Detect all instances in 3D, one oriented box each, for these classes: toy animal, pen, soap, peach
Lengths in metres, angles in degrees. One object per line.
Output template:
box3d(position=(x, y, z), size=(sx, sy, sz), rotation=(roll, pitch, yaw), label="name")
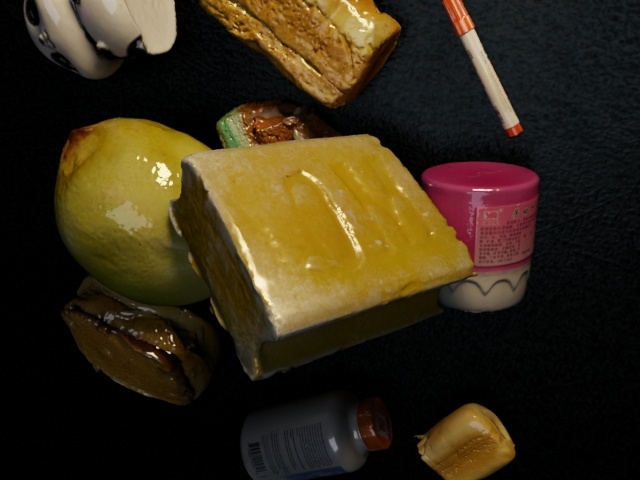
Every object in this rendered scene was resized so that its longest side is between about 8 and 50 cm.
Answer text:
box3d(position=(-0.369, -0.368, 0.896), size=(0.234, 0.165, 0.187), rotation=(-7, 126, 17), label="toy animal")
box3d(position=(0.246, -0.265, 0.826), size=(0.028, 0.028, 0.239), rotation=(-25, 102, 24), label="pen")
box3d(position=(0.000, 0.000, 0.755), size=(0.294, 0.334, 0.156), rotation=(61, 144, 25), label="soap")
box3d(position=(-0.275, -0.044, 0.911), size=(0.314, 0.316, 0.282), rotation=(31, 75, 29), label="peach")

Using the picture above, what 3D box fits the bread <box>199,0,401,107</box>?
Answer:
box3d(position=(-0.031, -0.344, 0.822), size=(0.294, 0.132, 0.167), rotation=(37, 117, -1), label="bread")

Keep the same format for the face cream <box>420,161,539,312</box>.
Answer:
box3d(position=(0.241, -0.011, 0.847), size=(0.175, 0.175, 0.195), rotation=(2, 111, 16), label="face cream")

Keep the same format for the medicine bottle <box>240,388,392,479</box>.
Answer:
box3d(position=(-0.006, 0.391, 1.094), size=(0.288, 0.157, 0.157), rotation=(-20, 104, 23), label="medicine bottle")

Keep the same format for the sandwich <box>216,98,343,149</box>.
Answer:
box3d(position=(-0.074, -0.172, 0.918), size=(0.159, 0.109, 0.185), rotation=(-37, 97, 28), label="sandwich")

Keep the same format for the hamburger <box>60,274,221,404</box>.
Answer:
box3d(position=(-0.344, 0.189, 1.067), size=(0.304, 0.174, 0.284), rotation=(22, 151, 4), label="hamburger")

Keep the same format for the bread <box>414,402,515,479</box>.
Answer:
box3d(position=(0.279, 0.389, 1.046), size=(0.134, 0.085, 0.173), rotation=(44, 118, 0), label="bread")
